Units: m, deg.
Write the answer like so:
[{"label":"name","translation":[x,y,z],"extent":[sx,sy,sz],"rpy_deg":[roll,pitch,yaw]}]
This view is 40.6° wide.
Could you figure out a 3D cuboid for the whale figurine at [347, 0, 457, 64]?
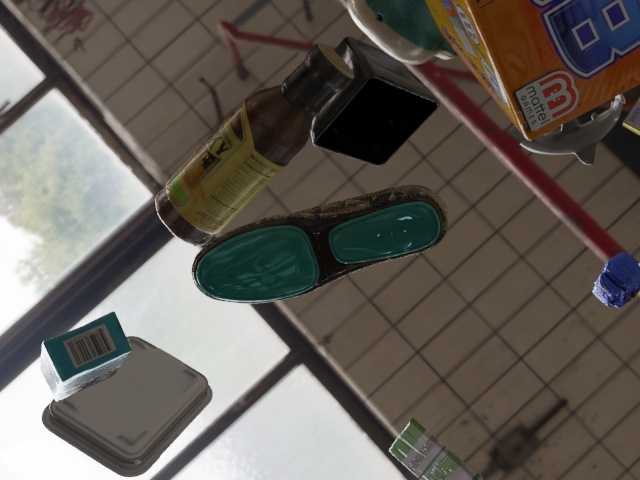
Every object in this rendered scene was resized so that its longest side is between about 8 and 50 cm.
[{"label":"whale figurine","translation":[0.162,-0.396,1.427],"extent":[0.216,0.141,0.272],"rpy_deg":[46,-146,7]}]

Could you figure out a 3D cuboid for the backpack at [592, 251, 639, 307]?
[{"label":"backpack","translation":[0.714,0.096,2.066],"extent":[0.098,0.101,0.120],"rpy_deg":[43,148,24]}]

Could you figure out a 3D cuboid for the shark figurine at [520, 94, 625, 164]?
[{"label":"shark figurine","translation":[0.591,-0.229,1.878],"extent":[0.166,0.116,0.278],"rpy_deg":[17,148,-25]}]

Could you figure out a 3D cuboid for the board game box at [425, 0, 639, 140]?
[{"label":"board game box","translation":[0.266,-0.401,0.946],"extent":[0.356,0.356,0.356],"rpy_deg":[57,-171,-33]}]

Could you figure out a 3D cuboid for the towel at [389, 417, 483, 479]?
[{"label":"towel","translation":[0.196,0.379,1.479],"extent":[0.152,0.023,0.113],"rpy_deg":[41,136,15]}]

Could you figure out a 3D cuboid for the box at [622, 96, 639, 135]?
[{"label":"box","translation":[0.532,-0.163,1.216],"extent":[0.179,0.105,0.043],"rpy_deg":[34,-169,14]}]

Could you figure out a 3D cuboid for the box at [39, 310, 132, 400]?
[{"label":"box","translation":[-0.335,0.168,1.220],"extent":[0.060,0.101,0.244],"rpy_deg":[63,157,7]}]

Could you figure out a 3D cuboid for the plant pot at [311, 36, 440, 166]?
[{"label":"plant pot","translation":[0.084,-0.284,1.688],"extent":[0.188,0.188,0.167],"rpy_deg":[13,-135,-39]}]

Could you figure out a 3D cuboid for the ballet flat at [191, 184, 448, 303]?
[{"label":"ballet flat","translation":[0.000,0.000,1.639],"extent":[0.182,0.483,0.164],"rpy_deg":[-98,-8,-73]}]

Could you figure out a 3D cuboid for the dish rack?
[{"label":"dish rack","translation":[-0.433,0.356,1.980],"extent":[0.286,0.333,0.072],"rpy_deg":[27,129,16]}]

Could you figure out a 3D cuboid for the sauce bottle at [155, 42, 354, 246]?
[{"label":"sauce bottle","translation":[-0.094,-0.138,1.239],"extent":[0.111,0.344,0.111],"rpy_deg":[40,-160,-18]}]
